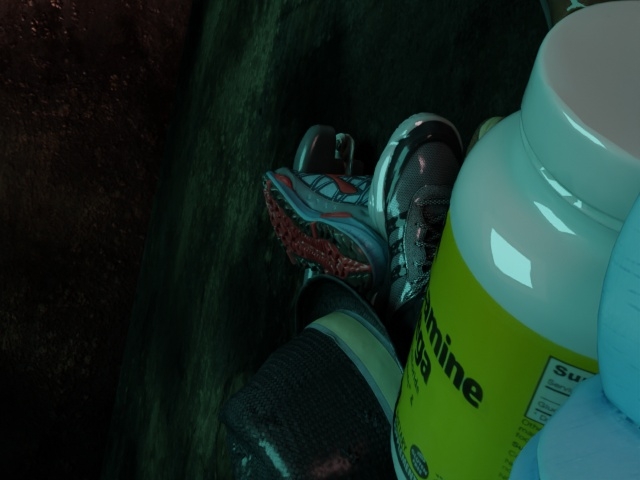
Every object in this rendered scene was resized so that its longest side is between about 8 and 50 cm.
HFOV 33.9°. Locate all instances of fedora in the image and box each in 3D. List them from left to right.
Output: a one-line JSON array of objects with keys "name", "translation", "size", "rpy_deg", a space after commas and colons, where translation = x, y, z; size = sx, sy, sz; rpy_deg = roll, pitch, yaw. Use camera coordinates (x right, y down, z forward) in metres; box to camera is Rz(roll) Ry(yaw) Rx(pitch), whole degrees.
[{"name": "fedora", "translation": [-0.004, 0.193, 0.990], "size": [0.334, 0.152, 0.334], "rpy_deg": [162, 90, -71]}]

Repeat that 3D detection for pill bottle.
[{"name": "pill bottle", "translation": [0.155, 0.040, 0.612], "size": [0.334, 0.187, 0.188], "rpy_deg": [99, 165, -45]}]

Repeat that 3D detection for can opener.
[{"name": "can opener", "translation": [0.000, 0.000, 1.296], "size": [0.074, 0.093, 0.280], "rpy_deg": [-170, 84, -69]}]

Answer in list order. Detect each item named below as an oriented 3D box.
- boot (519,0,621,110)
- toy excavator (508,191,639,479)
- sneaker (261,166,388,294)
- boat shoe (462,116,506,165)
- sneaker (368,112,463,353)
[{"name": "boot", "translation": [0.234, -0.133, 0.704], "size": [0.280, 0.096, 0.264], "rpy_deg": [-135, 57, -64]}, {"name": "toy excavator", "translation": [0.256, -0.024, 0.368], "size": [0.222, 0.432, 0.445], "rpy_deg": [-139, 32, -67]}, {"name": "sneaker", "translation": [0.029, -0.022, 1.164], "size": [0.262, 0.125, 0.104], "rpy_deg": [37, 145, 52]}, {"name": "boat shoe", "translation": [0.164, 0.009, 0.871], "size": [0.095, 0.095, 0.257], "rpy_deg": [54, -137, -54]}, {"name": "sneaker", "translation": [0.111, 0.020, 0.971], "size": [0.153, 0.101, 0.269], "rpy_deg": [-150, 64, -68]}]
